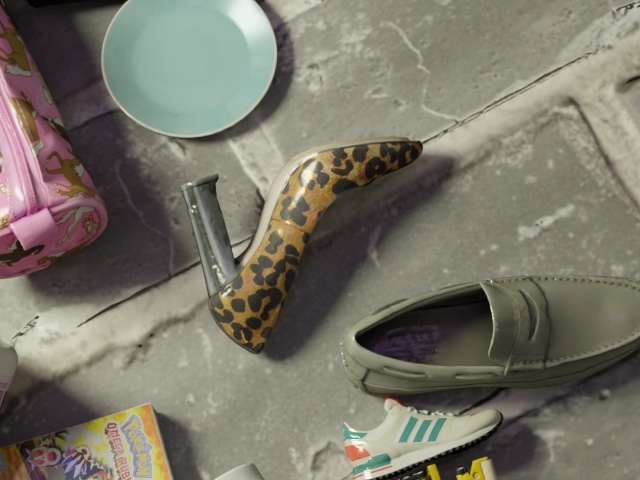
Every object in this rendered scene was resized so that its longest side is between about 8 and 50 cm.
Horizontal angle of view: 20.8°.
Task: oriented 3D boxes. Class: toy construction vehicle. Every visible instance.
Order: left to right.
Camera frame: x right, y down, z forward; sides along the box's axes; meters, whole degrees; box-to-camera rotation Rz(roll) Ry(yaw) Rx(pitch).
[{"bbox_3d":[0.130,0.255,1.696,0.098,0.035,0.086,-21,87,0],"label":"toy construction vehicle"}]

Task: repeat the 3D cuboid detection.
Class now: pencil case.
[{"bbox_3d":[-0.346,-0.149,1.771,0.160,0.167,0.386,-31,74,24],"label":"pencil case"}]

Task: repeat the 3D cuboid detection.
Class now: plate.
[{"bbox_3d":[-0.140,-0.194,1.861,0.188,0.024,0.188,0,73,1],"label":"plate"}]

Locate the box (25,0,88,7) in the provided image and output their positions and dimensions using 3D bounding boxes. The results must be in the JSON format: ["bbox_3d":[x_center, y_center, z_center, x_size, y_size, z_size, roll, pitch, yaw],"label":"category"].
[{"bbox_3d":[-0.242,-0.493,1.807,0.212,0.293,0.395,-6,68,0],"label":"box"}]

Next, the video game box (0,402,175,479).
[{"bbox_3d":[-0.225,0.282,1.699,0.187,0.048,0.205,-16,73,-6],"label":"video game box"}]

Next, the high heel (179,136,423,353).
[{"bbox_3d":[0.000,0.000,1.779,0.261,0.093,0.186,-16,90,-12],"label":"high heel"}]

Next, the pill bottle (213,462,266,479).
[{"bbox_3d":[-0.041,0.321,1.643,0.117,0.117,0.215,-32,74,-8],"label":"pill bottle"}]

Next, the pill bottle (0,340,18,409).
[{"bbox_3d":[-0.414,0.217,1.649,0.169,0.169,0.301,20,88,8],"label":"pill bottle"}]

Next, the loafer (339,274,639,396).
[{"bbox_3d":[0.178,0.091,1.713,0.319,0.111,0.112,-12,72,-2],"label":"loafer"}]

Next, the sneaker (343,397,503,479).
[{"bbox_3d":[0.098,0.182,1.715,0.161,0.057,0.075,-21,78,-2],"label":"sneaker"}]
